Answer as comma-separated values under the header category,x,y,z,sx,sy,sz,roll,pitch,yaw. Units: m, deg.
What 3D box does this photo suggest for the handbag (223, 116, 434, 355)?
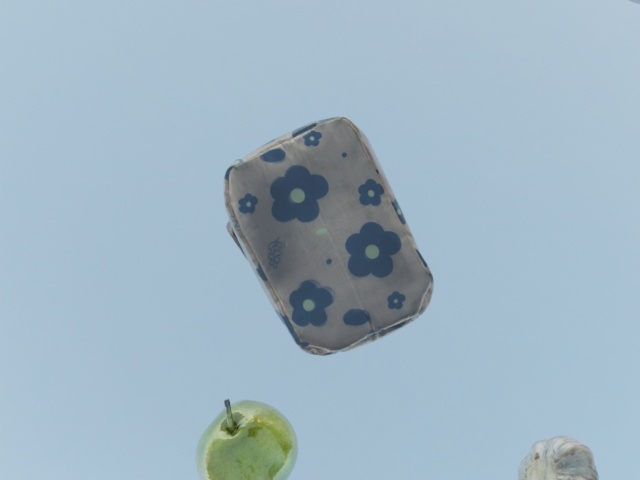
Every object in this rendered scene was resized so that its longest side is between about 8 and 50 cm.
category,x,y,z,sx,sy,sz,roll,pitch,yaw
handbag,0.000,0.000,0.929,0.190,0.193,0.251,-26,-89,-4

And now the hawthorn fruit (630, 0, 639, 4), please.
category,x,y,z,sx,sy,sz,roll,pitch,yaw
hawthorn fruit,0.384,-0.393,0.802,0.325,0.308,0.308,11,-81,46

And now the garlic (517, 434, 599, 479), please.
category,x,y,z,sx,sy,sz,roll,pitch,yaw
garlic,0.399,0.408,1.299,0.102,0.147,0.159,28,-94,-32

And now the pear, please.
category,x,y,z,sx,sy,sz,roll,pitch,yaw
pear,-0.134,0.352,1.327,0.180,0.166,0.216,-37,-43,-15
